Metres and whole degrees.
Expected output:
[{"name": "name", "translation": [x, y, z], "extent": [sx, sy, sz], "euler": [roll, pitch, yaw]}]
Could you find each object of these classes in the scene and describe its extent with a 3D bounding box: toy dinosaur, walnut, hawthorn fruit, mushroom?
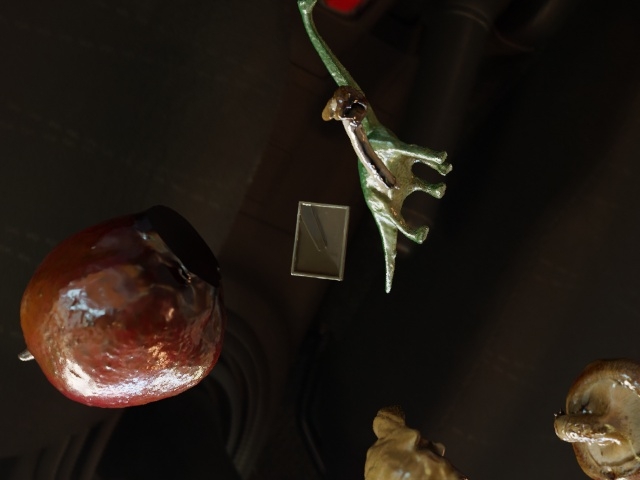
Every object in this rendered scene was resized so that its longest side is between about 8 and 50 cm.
[{"name": "toy dinosaur", "translation": [0.054, -0.135, 1.895], "extent": [0.300, 0.087, 0.447], "euler": [22, 121, 14]}, {"name": "walnut", "translation": [0.134, 0.340, 1.598], "extent": [0.141, 0.204, 0.238], "euler": [-42, 88, -5]}, {"name": "hawthorn fruit", "translation": [-0.220, 0.079, 1.273], "extent": [0.249, 0.215, 0.215], "euler": [-18, 119, 12]}, {"name": "mushroom", "translation": [0.062, -0.139, 1.712], "extent": [0.060, 0.061, 0.187], "euler": [-49, 128, -29]}, {"name": "mushroom", "translation": [0.289, 0.175, 1.149], "extent": [0.087, 0.127, 0.127], "euler": [-3, 117, -46]}]

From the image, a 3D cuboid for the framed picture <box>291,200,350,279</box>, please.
[{"name": "framed picture", "translation": [0.000, 0.000, 1.428], "extent": [0.066, 0.006, 0.089], "euler": [5, 89, 21]}]
